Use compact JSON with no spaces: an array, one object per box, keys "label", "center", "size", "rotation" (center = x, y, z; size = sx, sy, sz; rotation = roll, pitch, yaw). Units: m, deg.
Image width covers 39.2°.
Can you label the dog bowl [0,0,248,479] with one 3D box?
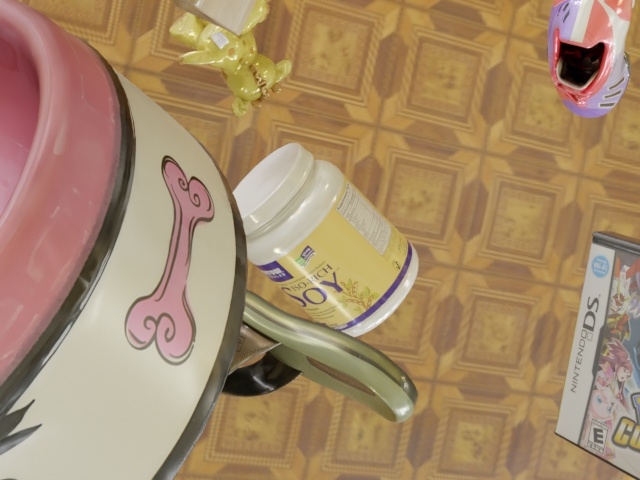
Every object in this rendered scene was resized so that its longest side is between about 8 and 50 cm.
[{"label":"dog bowl","center":[-0.256,0.024,0.516],"size":[0.408,0.408,0.150],"rotation":[-41,139,-10]}]

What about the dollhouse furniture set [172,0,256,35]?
[{"label":"dollhouse furniture set","center":[-0.198,-0.272,0.409],"size":[0.355,0.303,0.173],"rotation":[28,95,18]}]

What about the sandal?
[{"label":"sandal","center":[-0.061,0.100,0.793],"size":[0.086,0.303,0.120],"rotation":[-61,148,-15]}]

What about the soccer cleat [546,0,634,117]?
[{"label":"soccer cleat","center":[0.316,-0.213,1.088],"size":[0.109,0.318,0.116],"rotation":[19,76,18]}]

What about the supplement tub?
[{"label":"supplement tub","center":[0.000,0.000,1.705],"size":[0.331,0.241,0.241],"rotation":[44,82,-22]}]

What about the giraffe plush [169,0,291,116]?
[{"label":"giraffe plush","center":[-0.139,-0.320,1.552],"size":[0.181,0.210,0.170],"rotation":[-26,131,14]}]

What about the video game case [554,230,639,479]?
[{"label":"video game case","center":[0.373,0.141,0.932],"size":[0.035,0.275,0.248],"rotation":[0,104,-33]}]
